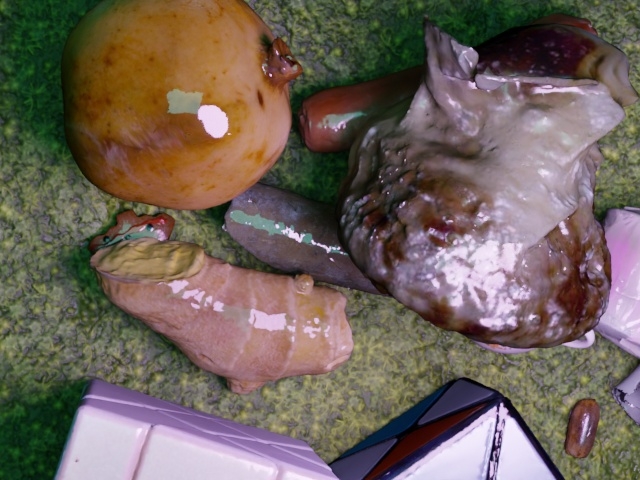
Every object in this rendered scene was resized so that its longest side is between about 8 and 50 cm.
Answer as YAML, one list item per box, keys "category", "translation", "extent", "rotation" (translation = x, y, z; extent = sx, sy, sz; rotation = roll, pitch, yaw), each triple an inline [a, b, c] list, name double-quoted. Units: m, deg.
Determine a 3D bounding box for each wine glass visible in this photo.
- category: "wine glass"
  translation: [0.492, 0.170, 1.795]
  extent: [0.195, 0.079, 0.079]
  rotation: [-36, 94, -8]

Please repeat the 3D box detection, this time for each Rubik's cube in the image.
- category: "Rubik's cube"
  translation: [0.173, 0.342, 1.666]
  extent: [0.250, 0.246, 0.248]
  rotation: [-33, 93, -7]
- category: "Rubik's cube"
  translation: [-0.183, 0.367, 1.581]
  extent: [0.318, 0.322, 0.316]
  rotation: [18, 88, -8]

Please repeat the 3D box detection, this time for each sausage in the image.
- category: "sausage"
  translation: [0.170, -0.207, 1.752]
  extent: [0.418, 0.094, 0.094]
  rotation: [-20, 120, -8]

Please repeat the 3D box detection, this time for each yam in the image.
- category: "yam"
  translation: [0.000, 0.000, 1.719]
  extent: [0.259, 0.106, 0.106]
  rotation: [16, 87, -4]

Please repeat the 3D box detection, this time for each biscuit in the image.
- category: "biscuit"
  translation: [-0.234, 0.023, 1.729]
  extent: [0.119, 0.019, 0.130]
  rotation: [-22, 93, -7]

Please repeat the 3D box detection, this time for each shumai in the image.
- category: "shumai"
  translation: [0.227, -0.094, 1.574]
  extent: [0.395, 0.395, 0.348]
  rotation: [25, 110, -7]

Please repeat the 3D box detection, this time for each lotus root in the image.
- category: "lotus root"
  translation: [0.356, 0.254, 1.800]
  extent: [0.037, 0.030, 0.083]
  rotation: [15, 87, -6]

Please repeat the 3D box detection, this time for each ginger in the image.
- category: "ginger"
  translation: [-0.127, 0.089, 1.686]
  extent: [0.354, 0.126, 0.190]
  rotation: [26, 114, -11]

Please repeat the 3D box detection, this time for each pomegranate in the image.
- category: "pomegranate"
  translation: [-0.181, -0.176, 1.621]
  extent: [0.307, 0.307, 0.307]
  rotation: [0, 89, -8]

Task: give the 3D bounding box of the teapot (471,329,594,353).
- category: "teapot"
  translation: [0.254, 0.089, 1.743]
  extent: [0.226, 0.092, 0.145]
  rotation: [23, 59, 16]

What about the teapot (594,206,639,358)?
- category: "teapot"
  translation: [0.441, 0.073, 1.755]
  extent: [0.221, 0.163, 0.178]
  rotation: [29, 88, -18]
